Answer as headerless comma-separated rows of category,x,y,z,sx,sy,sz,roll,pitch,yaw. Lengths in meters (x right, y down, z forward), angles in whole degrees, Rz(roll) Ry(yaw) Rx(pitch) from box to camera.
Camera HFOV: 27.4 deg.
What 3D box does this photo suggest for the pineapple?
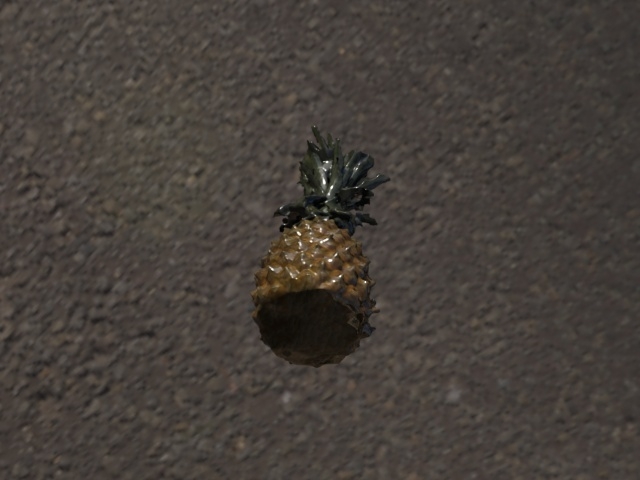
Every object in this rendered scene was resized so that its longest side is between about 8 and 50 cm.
pineapple,0.000,0.000,0.598,0.058,0.058,0.124,32,32,-17
